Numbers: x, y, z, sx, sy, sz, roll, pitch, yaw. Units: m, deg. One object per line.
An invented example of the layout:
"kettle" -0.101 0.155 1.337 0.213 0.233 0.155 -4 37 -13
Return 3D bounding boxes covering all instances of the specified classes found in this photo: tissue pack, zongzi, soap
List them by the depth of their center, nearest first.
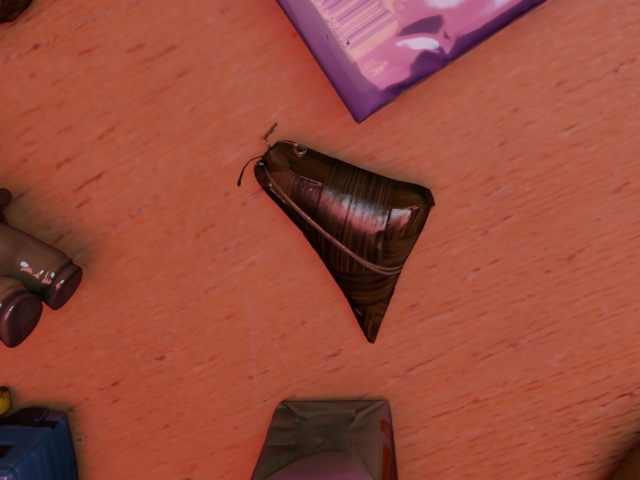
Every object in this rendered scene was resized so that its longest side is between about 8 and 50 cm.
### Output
"tissue pack" 0.041 -0.309 0.703 0.242 0.160 0.338 -31 98 14
"zongzi" 0.000 0.000 0.846 0.187 0.084 0.184 23 118 9
"soap" 0.012 0.292 0.869 0.139 0.182 0.199 -4 106 9

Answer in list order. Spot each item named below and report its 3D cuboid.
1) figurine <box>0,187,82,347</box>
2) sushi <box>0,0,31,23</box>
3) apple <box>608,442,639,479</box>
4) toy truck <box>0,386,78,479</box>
"figurine" -0.424 -0.040 0.818 0.381 0.248 0.203 37 149 -4
"sushi" -0.366 -0.294 0.746 0.219 0.225 0.238 26 141 -8
"apple" 0.405 0.317 0.779 0.292 0.254 0.291 3 105 13
"toy truck" -0.481 0.270 0.950 0.385 0.162 0.161 1 108 9
